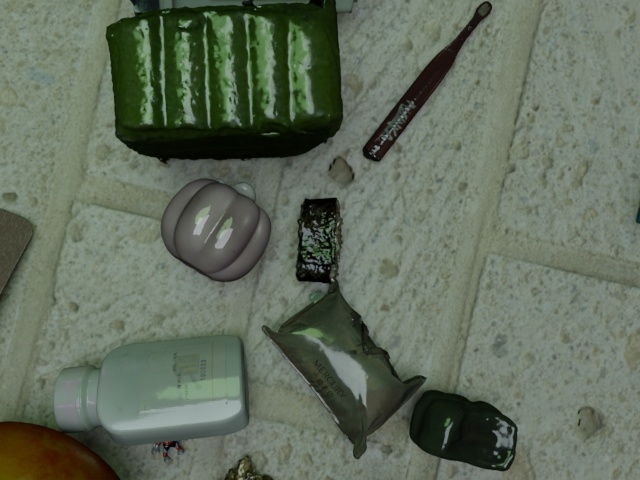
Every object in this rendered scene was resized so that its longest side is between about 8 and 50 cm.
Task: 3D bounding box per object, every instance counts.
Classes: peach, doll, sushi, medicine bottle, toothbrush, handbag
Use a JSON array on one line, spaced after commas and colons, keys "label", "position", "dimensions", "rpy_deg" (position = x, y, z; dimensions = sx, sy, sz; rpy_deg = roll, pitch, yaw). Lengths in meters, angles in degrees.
[{"label": "peach", "position": [-0.442, 0.423, 0.883], "dimensions": [0.308, 0.308, 0.332], "rpy_deg": [-40, 88, -4]}, {"label": "doll", "position": [-0.270, 0.321, 1.030], "dimensions": [0.057, 0.039, 0.114], "rpy_deg": [-18, 89, -2]}, {"label": "sushi", "position": [0.000, 0.000, 1.031], "dimensions": [0.078, 0.090, 0.150], "rpy_deg": [2, 77, 4]}, {"label": "medicine bottle", "position": [-0.269, 0.248, 0.983], "dimensions": [0.297, 0.111, 0.161], "rpy_deg": [-5, 50, -6]}, {"label": "toothbrush", "position": [0.196, -0.291, 1.079], "dimensions": [0.041, 0.041, 0.364], "rpy_deg": [37, 86, -2]}, {"label": "handbag", "position": [0.046, 0.204, 1.019], "dimensions": [0.183, 0.117, 0.270], "rpy_deg": [-36, 83, -19]}]

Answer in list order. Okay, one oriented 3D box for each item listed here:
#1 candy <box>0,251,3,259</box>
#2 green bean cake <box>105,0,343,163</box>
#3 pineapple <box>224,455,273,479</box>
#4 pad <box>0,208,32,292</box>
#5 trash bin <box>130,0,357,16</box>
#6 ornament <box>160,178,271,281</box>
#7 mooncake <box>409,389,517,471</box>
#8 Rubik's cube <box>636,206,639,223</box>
[{"label": "candy", "position": [-0.589, 0.142, 1.007], "dimensions": [0.077, 0.073, 0.261], "rpy_deg": [19, 81, -4]}, {"label": "green bean cake", "position": [-0.137, -0.240, 0.909], "dimensions": [0.320, 0.335, 0.217], "rpy_deg": [-5, 90, -7]}, {"label": "pineapple", "position": [-0.119, 0.458, 0.991], "dimensions": [0.250, 0.140, 0.164], "rpy_deg": [16, 86, 0]}, {"label": "pad", "position": [-0.614, 0.058, 0.999], "dimensions": [0.176, 0.002, 0.266], "rpy_deg": [21, 74, 2]}, {"label": "trash bin", "position": [-0.125, -0.502, 0.955], "dimensions": [0.368, 0.255, 0.295], "rpy_deg": [-4, 57, -14]}, {"label": "ornament", "position": [-0.166, -0.023, 0.983], "dimensions": [0.178, 0.177, 0.177], "rpy_deg": [0, 88, -4]}, {"label": "mooncake", "position": [0.238, 0.319, 1.001], "dimensions": [0.169, 0.175, 0.104], "rpy_deg": [21, 91, 39]}, {"label": "Rubik's cube", "position": [0.680, -0.086, 1.047], "dimensions": [0.155, 0.154, 0.150], "rpy_deg": [13, 87, -4]}]
